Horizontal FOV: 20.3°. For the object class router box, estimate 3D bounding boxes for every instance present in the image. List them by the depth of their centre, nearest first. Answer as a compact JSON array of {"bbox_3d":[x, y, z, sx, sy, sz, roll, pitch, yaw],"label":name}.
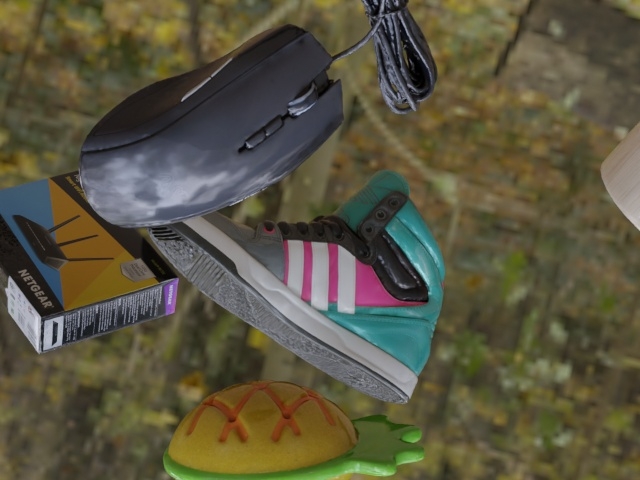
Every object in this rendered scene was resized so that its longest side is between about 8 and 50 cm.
[{"bbox_3d":[-0.226,0.014,1.564,0.133,0.046,0.179,-16,-136,-31],"label":"router box"}]

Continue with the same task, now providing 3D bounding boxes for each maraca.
[{"bbox_3d":[-0.019,0.149,1.268,0.185,0.099,0.127,-3,-163,0],"label":"maraca"}]

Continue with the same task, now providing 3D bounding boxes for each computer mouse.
[{"bbox_3d":[-0.044,-0.115,1.165,0.262,0.184,0.060,-25,-149,-13],"label":"computer mouse"}]

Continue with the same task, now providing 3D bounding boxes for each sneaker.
[{"bbox_3d":[0.000,0.000,1.617,0.295,0.178,0.124,35,161,-19],"label":"sneaker"}]

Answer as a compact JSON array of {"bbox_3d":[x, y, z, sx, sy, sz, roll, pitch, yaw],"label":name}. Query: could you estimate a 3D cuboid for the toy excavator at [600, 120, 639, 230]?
[{"bbox_3d":[0.453,0.111,1.457,0.433,0.222,0.445,25,-153,-33],"label":"toy excavator"}]
